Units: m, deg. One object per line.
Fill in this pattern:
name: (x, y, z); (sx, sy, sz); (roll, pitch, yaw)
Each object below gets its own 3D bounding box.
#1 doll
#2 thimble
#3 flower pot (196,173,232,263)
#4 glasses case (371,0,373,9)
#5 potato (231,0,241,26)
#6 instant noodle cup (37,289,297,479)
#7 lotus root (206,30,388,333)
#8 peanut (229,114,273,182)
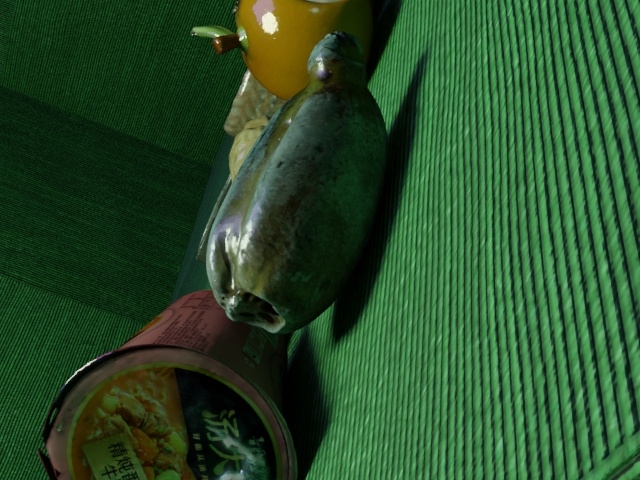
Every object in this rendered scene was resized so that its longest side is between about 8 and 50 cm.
doll: (-0.048, -0.282, 1.269); (0.213, 0.236, 0.214); (166, 90, -77)
thimble: (-0.066, -0.268, 1.613); (0.196, 0.148, 0.229); (-130, 63, -80)
flower pot: (-0.130, -0.052, 1.617); (0.103, 0.108, 0.229); (-88, 22, -59)
glasses case: (0.030, -0.367, 1.404); (0.128, 0.083, 0.308); (41, 130, 47)
potato: (-0.057, -0.538, 1.910); (0.300, 0.140, 0.173); (-44, 1, -17)
instant noodle cup: (-0.128, 0.169, 0.953); (0.255, 0.243, 0.244); (-73, 7, -74)
lotus root: (-0.004, -0.059, 0.936); (0.158, 0.140, 0.322); (-12, 50, 57)
peanut: (-0.074, -0.120, 1.391); (0.120, 0.136, 0.298); (-33, 16, 7)
